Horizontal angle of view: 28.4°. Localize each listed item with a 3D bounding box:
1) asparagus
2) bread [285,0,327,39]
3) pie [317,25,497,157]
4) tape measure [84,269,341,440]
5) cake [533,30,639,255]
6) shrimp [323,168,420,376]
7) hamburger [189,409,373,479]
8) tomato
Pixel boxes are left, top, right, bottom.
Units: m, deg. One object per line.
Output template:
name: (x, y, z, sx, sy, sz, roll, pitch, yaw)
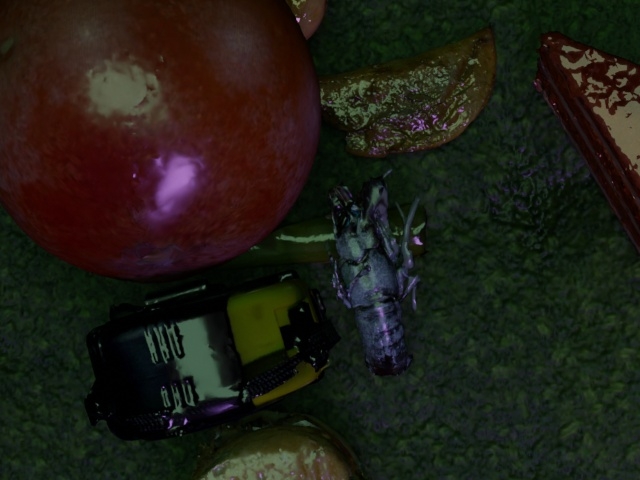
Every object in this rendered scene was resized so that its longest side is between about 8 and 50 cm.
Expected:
asparagus: (0.000, 0.000, 1.042, 0.178, 0.041, 0.045, -6, 127, 5)
bread: (-0.084, -0.217, 1.052, 0.189, 0.077, 0.114, 13, 106, 5)
pie: (0.072, -0.117, 1.050, 0.170, 0.034, 0.092, -13, 82, -2)
tape measure: (-0.085, 0.083, 0.969, 0.199, 0.186, 0.112, -17, 91, 4)
cake: (0.253, -0.027, 0.963, 0.262, 0.158, 0.160, 26, 87, 9)
shrimp: (0.050, 0.033, 0.989, 0.082, 0.076, 0.174, -12, 109, 0)
hamburger: (-0.029, 0.219, 0.985, 0.159, 0.131, 0.185, -17, 90, -5)
tomato: (-0.132, -0.090, 0.944, 0.265, 0.265, 0.265, 0, 85, 5)
